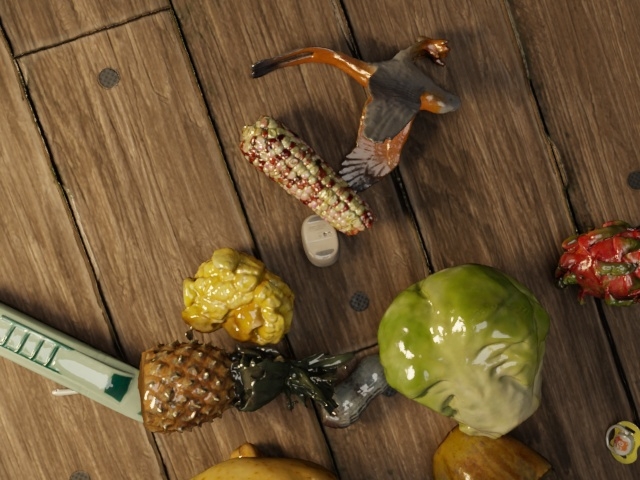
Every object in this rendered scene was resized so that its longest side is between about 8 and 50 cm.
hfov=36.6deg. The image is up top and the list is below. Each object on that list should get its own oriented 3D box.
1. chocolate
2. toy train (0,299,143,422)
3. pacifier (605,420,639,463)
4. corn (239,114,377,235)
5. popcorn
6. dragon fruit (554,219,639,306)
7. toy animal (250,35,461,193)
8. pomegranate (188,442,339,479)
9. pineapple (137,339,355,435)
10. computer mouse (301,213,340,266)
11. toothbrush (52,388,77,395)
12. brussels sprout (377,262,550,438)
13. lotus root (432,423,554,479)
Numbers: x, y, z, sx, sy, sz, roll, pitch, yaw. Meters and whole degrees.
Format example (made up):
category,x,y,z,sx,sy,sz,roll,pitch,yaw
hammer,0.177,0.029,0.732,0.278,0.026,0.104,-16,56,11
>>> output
category,x,y,z,sx,sy,sz,roll,pitch,yaw
chocolate,0.066,0.269,1.723,0.072,0.072,0.167,45,84,-7
toy train,-0.422,0.205,1.636,0.407,0.088,0.086,27,78,-7
pacifier,0.576,0.374,1.814,0.064,0.068,0.083,-5,114,-41
corn,-0.025,-0.106,1.678,0.280,0.092,0.092,42,87,-4
popcorn,-0.139,0.090,1.659,0.194,0.140,0.163,7,100,2
dragon fruit,0.515,0.047,1.745,0.172,0.160,0.166,13,127,6
toy animal,0.082,-0.277,1.700,0.302,0.225,0.284,-38,76,-17
pomegranate,-0.090,0.510,1.585,0.410,0.410,0.410,0,92,-8
pineapple,-0.117,0.232,1.603,0.364,0.165,0.165,-3,93,-12
computer mouse,0.000,0.001,1.718,0.066,0.039,0.096,-12,76,-8
toothbrush,-0.385,0.266,1.690,0.162,0.014,0.017,-2,107,-8
brussels sprout,0.261,0.178,1.657,0.316,0.242,0.274,31,84,-2
lotus root,0.285,0.426,1.733,0.180,0.199,0.188,40,45,20
